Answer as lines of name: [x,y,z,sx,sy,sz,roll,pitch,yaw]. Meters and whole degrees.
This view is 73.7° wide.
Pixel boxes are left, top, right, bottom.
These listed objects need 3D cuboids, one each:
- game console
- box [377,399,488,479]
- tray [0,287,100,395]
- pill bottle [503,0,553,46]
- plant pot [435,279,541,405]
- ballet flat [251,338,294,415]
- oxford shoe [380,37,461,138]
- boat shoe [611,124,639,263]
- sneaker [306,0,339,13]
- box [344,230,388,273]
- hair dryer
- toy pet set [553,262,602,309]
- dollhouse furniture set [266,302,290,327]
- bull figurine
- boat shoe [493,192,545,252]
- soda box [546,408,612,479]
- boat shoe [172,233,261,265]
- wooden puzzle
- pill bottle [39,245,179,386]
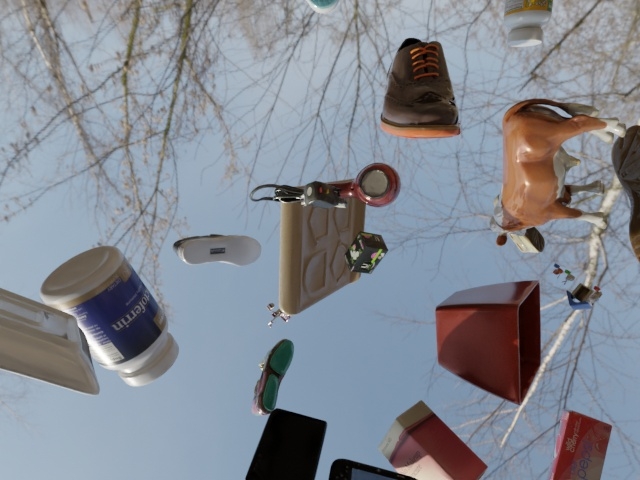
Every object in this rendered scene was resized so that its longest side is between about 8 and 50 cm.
game console: [0.039,0.479,0.881,0.361,0.044,0.213,13,-151,6]
box: [0.292,0.578,1.137,0.127,0.148,0.232,-12,-139,-43]
tray: [-0.301,0.041,0.326,0.145,0.270,0.030,12,-108,57]
pill bottle: [0.549,-0.630,1.126,0.117,0.208,0.117,1,-167,0]
plant pot: [0.476,0.263,1.223,0.236,0.267,0.267,2,-169,38]
ballet flat: [-0.136,0.360,1.138,0.079,0.077,0.221,-25,-149,33]
oxford shoe: [0.126,-0.207,0.565,0.097,0.098,0.271,-1,-148,0]
boat shoe: [0.669,-0.065,0.808,0.123,0.123,0.342,5,-117,-9]
sneaker: [-0.014,-0.713,1.123,0.127,0.208,0.319,-11,-93,0]
box: [0.103,0.028,0.971,0.062,0.083,0.052,8,-138,-26]
hair dryer: [0.040,-0.103,0.781,0.293,0.080,0.223,-3,-171,-36]
toy pet set: [0.648,0.132,1.094,0.065,0.114,0.122,-53,-139,6]
dollhouse furniture set: [-0.149,0.244,1.480,0.091,0.114,0.081,44,-140,10]
bull figurine: [0.394,-0.102,0.747,0.188,0.310,0.101,1,-132,24]
boat shoe: [0.761,-0.060,1.681,0.109,0.302,0.098,-55,-160,-26]
soda box: [0.581,0.533,0.979,0.092,0.083,0.263,16,-103,24]
boat shoe: [-0.341,0.028,1.429,0.301,0.108,0.102,-4,-163,-42]
wooden puzzle: [0.000,0.000,1.160,0.080,0.322,0.348,12,-163,34]
pill bottle: [-0.397,0.154,0.838,0.153,0.264,0.153,-15,-148,10]
